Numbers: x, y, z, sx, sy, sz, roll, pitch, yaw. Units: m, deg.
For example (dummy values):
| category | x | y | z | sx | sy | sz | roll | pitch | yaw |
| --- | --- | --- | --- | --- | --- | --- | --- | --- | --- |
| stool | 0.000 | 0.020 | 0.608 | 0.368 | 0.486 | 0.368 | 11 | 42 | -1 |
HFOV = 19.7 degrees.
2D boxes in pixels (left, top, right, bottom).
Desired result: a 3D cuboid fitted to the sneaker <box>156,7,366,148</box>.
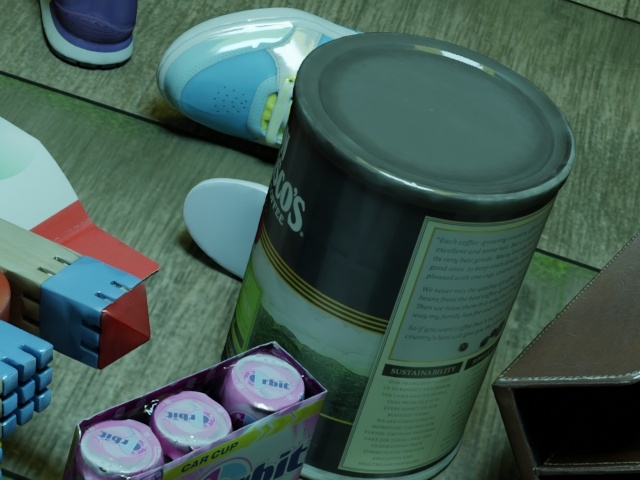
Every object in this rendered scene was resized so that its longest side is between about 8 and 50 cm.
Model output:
| category | x | y | z | sx | sy | sz | roll | pitch | yaw |
| --- | --- | --- | --- | --- | --- | --- | --- | --- | --- |
| sneaker | 0.020 | -0.096 | 1.623 | 0.319 | 0.127 | 0.208 | 5 | 36 | -15 |

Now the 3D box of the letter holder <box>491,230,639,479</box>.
| category | x | y | z | sx | sy | sz | roll | pitch | yaw |
| --- | --- | --- | --- | --- | --- | --- | --- | --- | --- |
| letter holder | 0.303 | 0.098 | 1.373 | 0.214 | 0.152 | 0.302 | -7 | 20 | 37 |

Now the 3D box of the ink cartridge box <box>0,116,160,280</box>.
| category | x | y | z | sx | sy | sz | roll | pitch | yaw |
| --- | --- | --- | --- | --- | --- | --- | --- | --- | --- |
| ink cartridge box | -0.261 | -0.015 | 1.460 | 0.225 | 0.056 | 0.181 | 29 | 37 | 19 |

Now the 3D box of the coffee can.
| category | x | y | z | sx | sy | sz | roll | pitch | yaw |
| --- | --- | --- | --- | --- | --- | --- | --- | --- | --- |
| coffee can | 0.048 | 0.017 | 1.351 | 0.201 | 0.275 | 0.201 | 11 | 35 | -8 |

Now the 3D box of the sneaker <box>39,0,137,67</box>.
| category | x | y | z | sx | sy | sz | roll | pitch | yaw |
| --- | --- | --- | --- | --- | --- | --- | --- | --- | --- |
| sneaker | -0.235 | -0.294 | 1.782 | 0.107 | 0.124 | 0.283 | -5 | 41 | -29 |

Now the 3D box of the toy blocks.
| category | x | y | z | sx | sy | sz | roll | pitch | yaw |
| --- | --- | --- | --- | --- | --- | --- | --- | --- | --- |
| toy blocks | -0.286 | 0.083 | 1.162 | 0.261 | 0.190 | 0.381 | 23 | 34 | 23 |

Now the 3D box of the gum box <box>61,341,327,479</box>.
| category | x | y | z | sx | sy | sz | roll | pitch | yaw |
| --- | --- | --- | --- | --- | --- | --- | --- | --- | --- |
| gum box | -0.093 | 0.152 | 1.255 | 0.188 | 0.107 | 0.062 | -21 | 50 | -40 |

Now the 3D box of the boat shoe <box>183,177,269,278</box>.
| category | x | y | z | sx | sy | sz | roll | pitch | yaw |
| --- | --- | --- | --- | --- | --- | --- | --- | --- | --- |
| boat shoe | 0.000 | 0.000 | 1.533 | 0.228 | 0.080 | 0.076 | 16 | 18 | 4 |
